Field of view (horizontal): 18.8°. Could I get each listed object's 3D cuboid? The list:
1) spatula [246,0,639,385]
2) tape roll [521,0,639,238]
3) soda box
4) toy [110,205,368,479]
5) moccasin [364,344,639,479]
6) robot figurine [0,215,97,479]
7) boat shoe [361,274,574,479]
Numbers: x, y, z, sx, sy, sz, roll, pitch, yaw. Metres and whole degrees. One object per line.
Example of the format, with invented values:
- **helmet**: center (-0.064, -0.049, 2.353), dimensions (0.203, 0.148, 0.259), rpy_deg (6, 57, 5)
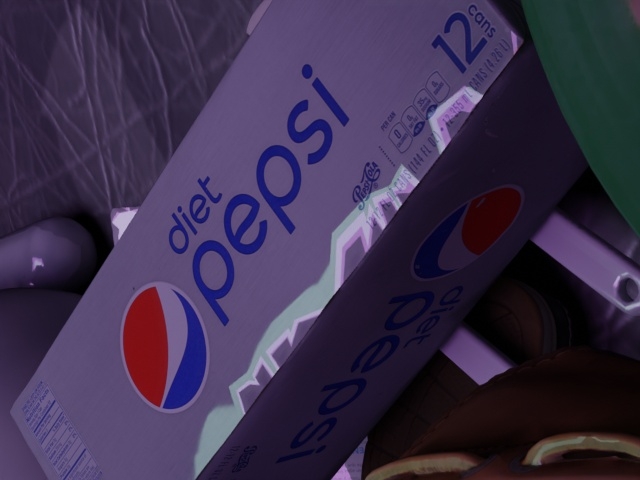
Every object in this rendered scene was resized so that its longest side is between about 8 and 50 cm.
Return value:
- **spatula**: center (0.047, -0.032, 0.734), dimensions (0.242, 0.019, 0.168), rpy_deg (40, 119, 34)
- **tape roll**: center (0.155, -0.124, 0.417), dimensions (0.321, 0.077, 0.321), rpy_deg (14, 106, 59)
- **soda box**: center (0.000, 0.000, 0.701), dimensions (0.091, 0.098, 0.286), rpy_deg (53, 127, 25)
- **toy**: center (-0.010, 0.093, 0.872), dimensions (0.136, 0.056, 0.237), rpy_deg (-4, 101, 23)
- **moccasin**: center (0.133, 0.105, 0.500), dimensions (0.380, 0.147, 0.139), rpy_deg (17, 125, 54)
- **robot figurine**: center (-0.192, 0.134, 1.020), dimensions (0.353, 0.199, 0.300), rpy_deg (-13, 61, 48)
- **boat shoe**: center (0.062, 0.116, 0.788), dimensions (0.080, 0.073, 0.224), rpy_deg (33, 115, 45)
